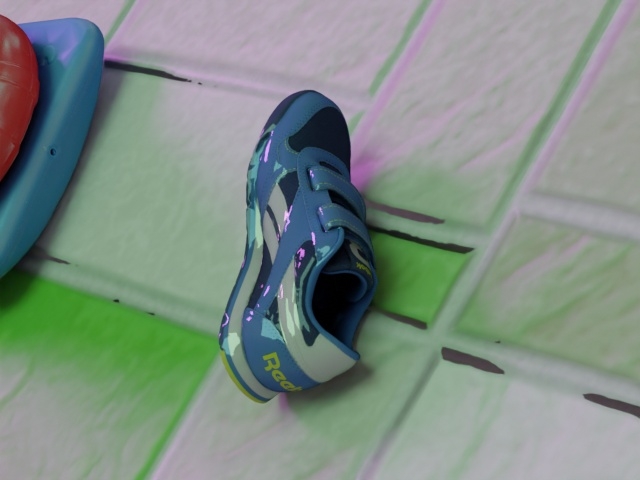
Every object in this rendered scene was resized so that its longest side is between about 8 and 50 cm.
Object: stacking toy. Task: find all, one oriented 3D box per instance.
[{"bbox_3d":[-0.271,-0.106,0.980,0.166,0.302,0.175,-2,59,41],"label":"stacking toy"}]

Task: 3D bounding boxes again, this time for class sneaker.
[{"bbox_3d":[0.000,0.000,0.847,0.059,0.053,0.144,-12,60,37],"label":"sneaker"}]
